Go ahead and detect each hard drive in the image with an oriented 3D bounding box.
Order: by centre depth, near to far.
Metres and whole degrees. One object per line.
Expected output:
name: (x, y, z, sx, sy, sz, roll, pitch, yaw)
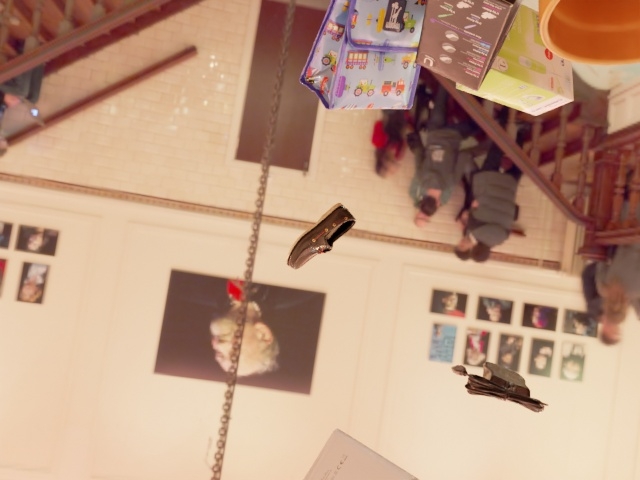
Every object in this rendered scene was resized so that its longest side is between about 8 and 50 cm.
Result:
hard drive: (0.055, 0.533, 1.281, 0.047, 0.233, 0.353, 39, 165, -17)

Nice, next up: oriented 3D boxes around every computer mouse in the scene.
computer mouse: (0.358, 0.308, 1.349, 0.184, 0.060, 0.262, 19, -176, 2)

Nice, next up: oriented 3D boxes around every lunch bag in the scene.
lunch bag: (0.113, -0.425, 1.287, 0.221, 0.293, 0.138, -8, -136, -32)

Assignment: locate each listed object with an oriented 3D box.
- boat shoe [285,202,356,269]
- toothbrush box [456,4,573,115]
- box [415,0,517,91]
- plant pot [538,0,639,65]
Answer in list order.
boat shoe: (-0.001, -0.001, 1.008, 0.042, 0.133, 0.049, 48, -177, 27)
toothbrush box: (0.471, -0.447, 1.536, 0.284, 0.206, 0.122, 10, 165, -31)
box: (0.278, -0.422, 1.131, 0.144, 0.165, 0.270, 28, 166, 10)
plant pot: (0.418, -0.382, 0.801, 0.291, 0.203, 0.291, -2, 166, -1)
